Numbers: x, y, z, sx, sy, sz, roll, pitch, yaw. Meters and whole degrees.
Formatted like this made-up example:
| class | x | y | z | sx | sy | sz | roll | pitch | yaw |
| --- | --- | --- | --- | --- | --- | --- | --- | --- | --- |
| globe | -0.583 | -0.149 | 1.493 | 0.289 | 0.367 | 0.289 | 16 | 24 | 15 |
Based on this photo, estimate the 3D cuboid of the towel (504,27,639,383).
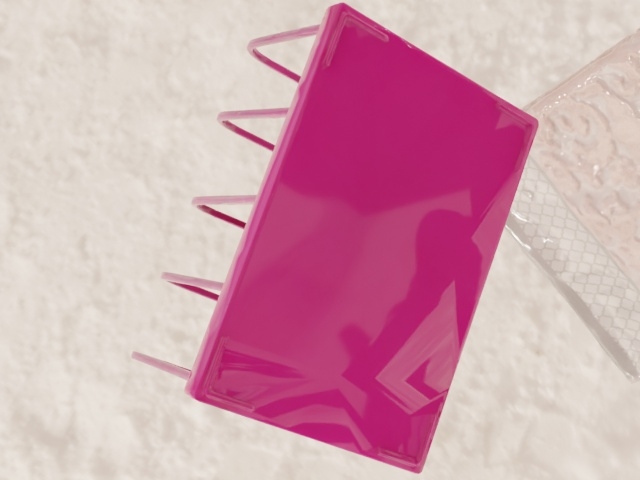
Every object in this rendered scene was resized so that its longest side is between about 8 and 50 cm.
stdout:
| class | x | y | z | sx | sy | sz | roll | pitch | yaw |
| --- | --- | --- | --- | --- | --- | --- | --- | --- | --- |
| towel | 0.325 | -0.020 | 1.030 | 0.332 | 0.317 | 0.053 | 51 | 54 | -4 |

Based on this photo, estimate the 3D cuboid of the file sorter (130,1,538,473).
| class | x | y | z | sx | sy | sz | roll | pitch | yaw |
| --- | --- | --- | --- | --- | --- | --- | --- | --- | --- |
| file sorter | 0.000 | 0.000 | 0.832 | 0.182 | 0.202 | 0.290 | 6 | 74 | 59 |
